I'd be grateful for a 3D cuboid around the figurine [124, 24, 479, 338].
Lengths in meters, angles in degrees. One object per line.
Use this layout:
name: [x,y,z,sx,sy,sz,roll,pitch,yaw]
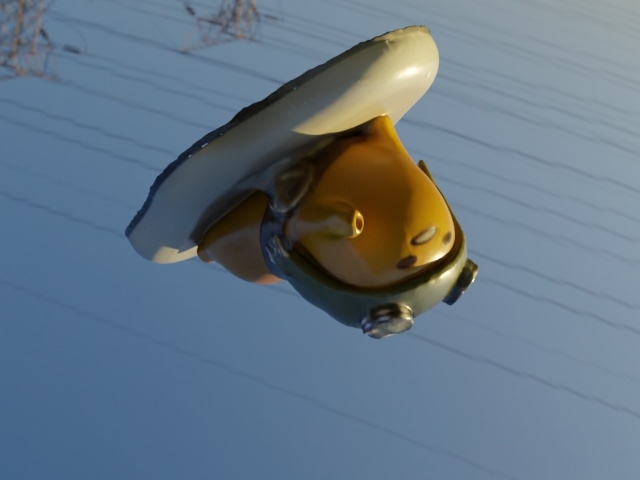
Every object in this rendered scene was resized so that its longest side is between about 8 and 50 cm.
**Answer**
figurine: [0.000,0.000,0.624,0.166,0.250,0.141,-25,-97,-39]
